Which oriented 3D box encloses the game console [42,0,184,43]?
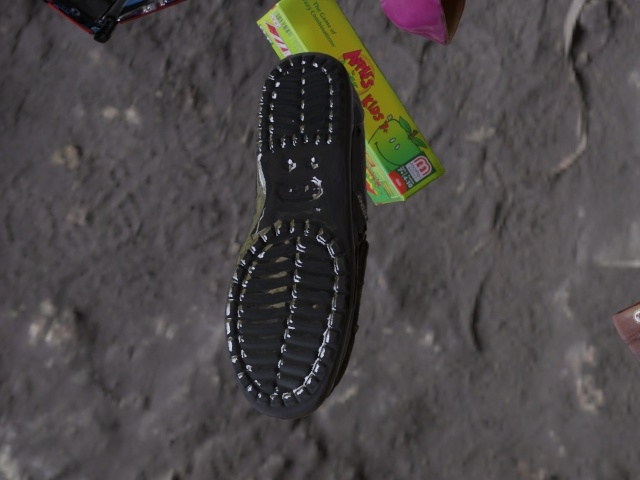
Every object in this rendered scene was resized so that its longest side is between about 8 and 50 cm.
[{"bbox_3d":[-0.105,-0.180,0.884,0.124,0.144,0.085,36,118,-10],"label":"game console"}]

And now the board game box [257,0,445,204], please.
[{"bbox_3d":[0.023,-0.116,1.231,0.043,0.092,0.181,-34,96,-10],"label":"board game box"}]

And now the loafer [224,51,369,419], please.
[{"bbox_3d":[0.000,0.000,0.932,0.080,0.220,0.078,5,173,24],"label":"loafer"}]

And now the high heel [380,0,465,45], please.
[{"bbox_3d":[0.106,-0.191,1.070,0.117,0.082,0.244,40,158,-20],"label":"high heel"}]

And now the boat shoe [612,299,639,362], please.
[{"bbox_3d":[0.393,-0.001,1.319,0.342,0.123,0.123,-45,76,29],"label":"boat shoe"}]
